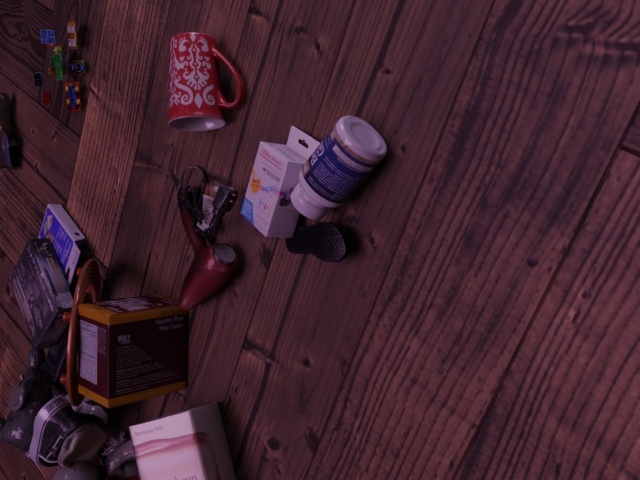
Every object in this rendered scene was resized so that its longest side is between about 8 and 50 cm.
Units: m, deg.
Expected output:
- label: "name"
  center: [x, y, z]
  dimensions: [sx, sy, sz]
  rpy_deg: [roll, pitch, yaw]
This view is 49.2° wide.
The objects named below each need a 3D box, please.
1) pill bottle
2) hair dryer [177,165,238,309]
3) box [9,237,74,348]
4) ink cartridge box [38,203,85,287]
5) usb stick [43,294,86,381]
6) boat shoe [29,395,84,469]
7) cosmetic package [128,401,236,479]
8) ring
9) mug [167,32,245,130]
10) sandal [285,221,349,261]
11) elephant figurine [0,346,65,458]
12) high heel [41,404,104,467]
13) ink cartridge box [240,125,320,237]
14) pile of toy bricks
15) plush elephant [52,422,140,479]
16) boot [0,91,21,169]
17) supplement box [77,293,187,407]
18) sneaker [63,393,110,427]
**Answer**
- label: "pill bottle"
  center: [0.023, -0.113, 1.144]
  dimensions: [0.169, 0.094, 0.094]
  rpy_deg: [-49, 62, 34]
- label: "hair dryer"
  center: [-0.235, 0.007, 1.428]
  dimensions: [0.224, 0.080, 0.293]
  rpy_deg: [26, 106, 55]
- label: "box"
  center: [-0.725, 0.139, 1.822]
  dimensions: [0.183, 0.056, 0.231]
  rpy_deg: [-49, 60, 36]
- label: "ink cartridge box"
  center: [-0.683, 0.045, 1.843]
  dimensions: [0.208, 0.045, 0.206]
  rpy_deg: [47, 123, 32]
- label: "usb stick"
  center: [-0.676, 0.262, 1.857]
  dimensions: [0.077, 0.045, 0.278]
  rpy_deg: [43, 121, 24]
- label: "boat shoe"
  center: [-0.599, 0.472, 1.636]
  dimensions: [0.105, 0.113, 0.306]
  rpy_deg: [40, 134, 12]
- label: "cosmetic package"
  center: [-0.261, 0.491, 1.401]
  dimensions: [0.153, 0.129, 0.296]
  rpy_deg: [-19, 79, 13]
- label: "ring"
  center: [-0.550, 0.209, 1.606]
  dimensions: [0.336, 0.032, 0.336]
  rpy_deg: [-175, 90, -83]
- label: "mug"
  center: [-0.228, -0.311, 1.375]
  dimensions: [0.113, 0.151, 0.169]
  rpy_deg: [150, 116, -78]
- label: "sandal"
  center: [0.000, 0.000, 1.220]
  dimensions: [0.179, 0.040, 0.067]
  rpy_deg: [7, 93, 57]
- label: "elephant figurine"
  center: [-0.786, 0.434, 1.911]
  dimensions: [0.186, 0.169, 0.239]
  rpy_deg: [18, 90, 11]
- label: "high heel"
  center: [-0.629, 0.513, 1.785]
  dimensions: [0.117, 0.082, 0.244]
  rpy_deg: [-38, 80, 48]
- label: "ink cartridge box"
  center: [-0.073, -0.108, 1.245]
  dimensions: [0.104, 0.062, 0.181]
  rpy_deg: [39, 118, 46]
- label: "pile of toy bricks"
  center: [-0.650, -0.435, 1.748]
  dimensions: [0.105, 0.118, 0.212]
  rpy_deg: [-129, 38, -67]
- label: "plush elephant"
  center: [-0.473, 0.552, 1.548]
  dimensions: [0.330, 0.256, 0.271]
  rpy_deg: [26, 110, 39]
- label: "boot"
  center: [-0.898, -0.310, 2.012]
  dimensions: [0.106, 0.082, 0.219]
  rpy_deg: [18, 102, 18]
- label: "supplement box"
  center: [-0.400, 0.229, 1.497]
  dimensions: [0.129, 0.191, 0.194]
  rpy_deg: [9, 100, 44]
- label: "sneaker"
  center: [-0.585, 0.408, 1.764]
  dimensions: [0.272, 0.100, 0.107]
  rpy_deg: [-17, 44, 51]
